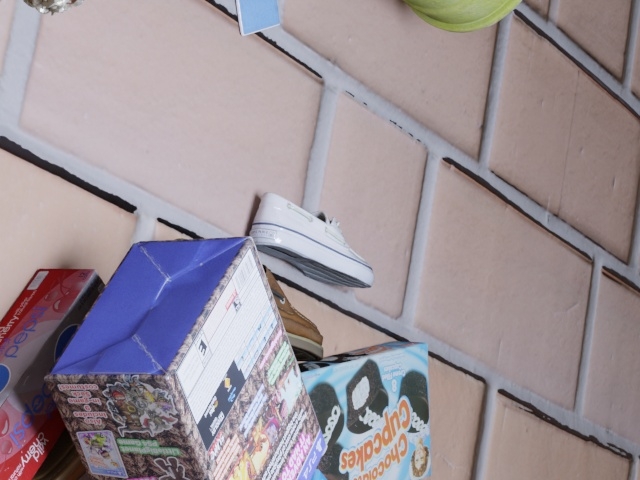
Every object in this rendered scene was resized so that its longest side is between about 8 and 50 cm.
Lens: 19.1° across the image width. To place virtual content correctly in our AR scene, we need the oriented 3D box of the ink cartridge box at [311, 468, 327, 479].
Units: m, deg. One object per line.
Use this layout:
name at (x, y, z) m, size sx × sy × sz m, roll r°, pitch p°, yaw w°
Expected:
ink cartridge box at (-0.089, 0.423, 2.073) m, size 0.307 × 0.223 × 0.129 m, roll -82°, pitch 150°, yaw -44°

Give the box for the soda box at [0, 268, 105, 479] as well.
soda box at (-0.302, 0.149, 1.943) m, size 0.263 × 0.083 × 0.092 m, roll -58°, pitch 135°, yaw -37°

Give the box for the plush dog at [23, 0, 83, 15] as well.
plush dog at (-0.369, -0.265, 1.746) m, size 0.210 × 0.262 × 0.225 m, roll 61°, pitch 19°, yaw 15°

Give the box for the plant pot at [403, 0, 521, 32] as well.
plant pot at (0.113, -0.420, 2.429) m, size 0.254 × 0.276 × 0.276 m, roll 6°, pitch 86°, yaw -46°

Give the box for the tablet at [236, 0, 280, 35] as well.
tablet at (-0.077, -0.285, 2.343) m, size 0.083 × 0.006 × 0.054 m, roll -26°, pitch 112°, yaw -53°

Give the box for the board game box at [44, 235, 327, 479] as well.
board game box at (-0.130, 0.179, 1.965) m, size 0.232 × 0.141 × 0.291 m, roll -61°, pitch 140°, yaw -48°

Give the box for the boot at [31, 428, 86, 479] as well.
boot at (-0.216, 0.229, 2.076) m, size 0.283 × 0.109 × 0.220 m, roll -64°, pitch 144°, yaw -44°

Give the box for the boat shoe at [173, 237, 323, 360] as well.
boat shoe at (-0.082, 0.074, 2.248) m, size 0.307 × 0.111 × 0.104 m, roll 29°, pitch 59°, yaw -59°

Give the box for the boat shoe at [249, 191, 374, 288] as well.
boat shoe at (0.000, 0.000, 2.395) m, size 0.226 × 0.083 × 0.075 m, roll 28°, pitch 69°, yaw -53°

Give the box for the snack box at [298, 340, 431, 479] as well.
snack box at (0.040, 0.243, 2.482) m, size 0.322 × 0.060 × 0.187 m, roll -9°, pitch 98°, yaw -56°
